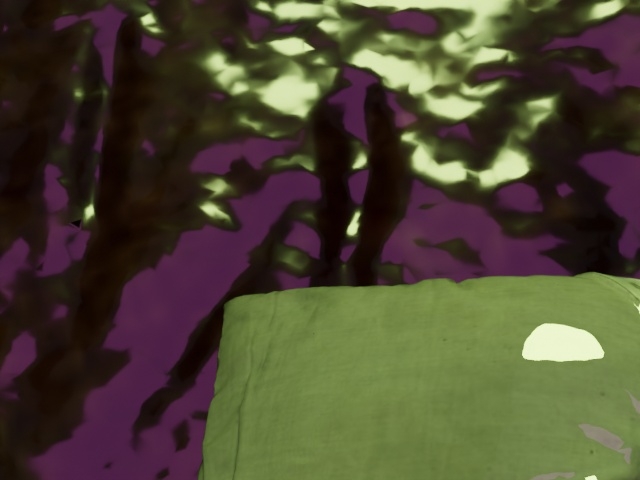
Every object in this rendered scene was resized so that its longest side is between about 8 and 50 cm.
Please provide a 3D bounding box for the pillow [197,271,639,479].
[{"bbox_3d":[0.020,0.101,0.341,0.148,0.050,0.230,-3,47,23],"label":"pillow"}]

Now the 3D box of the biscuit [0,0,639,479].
[{"bbox_3d":[0.000,0.000,0.492,0.407,0.091,0.407,-2,64,3],"label":"biscuit"}]
